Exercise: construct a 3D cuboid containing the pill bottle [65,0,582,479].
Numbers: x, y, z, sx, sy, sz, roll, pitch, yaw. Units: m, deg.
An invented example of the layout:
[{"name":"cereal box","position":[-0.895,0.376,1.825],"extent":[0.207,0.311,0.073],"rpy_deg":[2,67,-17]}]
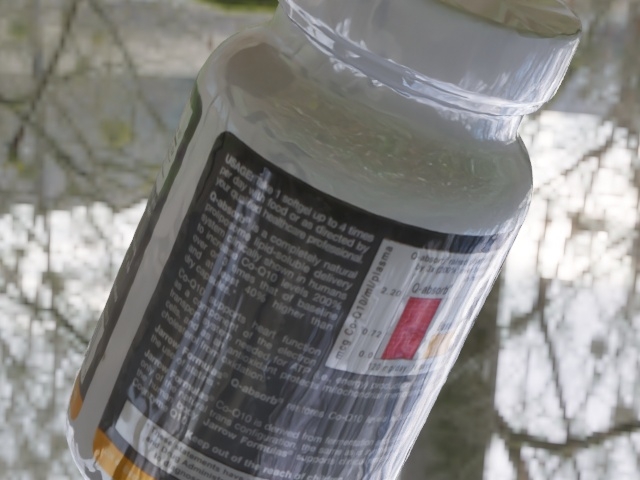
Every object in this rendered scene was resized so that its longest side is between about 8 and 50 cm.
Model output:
[{"name":"pill bottle","position":[0.000,0.000,0.766],"extent":[0.162,0.278,0.162],"rpy_deg":[21,-157,-9]}]
